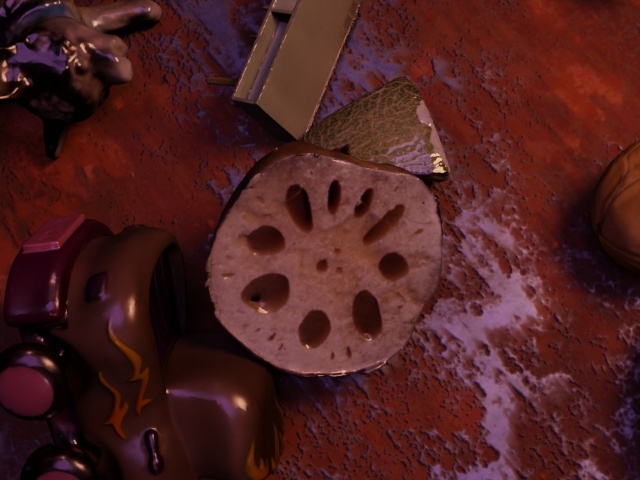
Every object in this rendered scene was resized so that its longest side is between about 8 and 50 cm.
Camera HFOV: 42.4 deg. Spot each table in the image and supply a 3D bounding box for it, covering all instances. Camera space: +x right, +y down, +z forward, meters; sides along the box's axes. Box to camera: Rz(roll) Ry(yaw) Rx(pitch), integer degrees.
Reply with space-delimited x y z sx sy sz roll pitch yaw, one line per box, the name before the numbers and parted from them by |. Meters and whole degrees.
table | -0.048 -0.262 1.045 0.111 0.121 0.240 18 80 30

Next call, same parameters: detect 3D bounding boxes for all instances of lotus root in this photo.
lotus root | 0.000 0.000 0.912 0.272 0.192 0.272 -3 116 -7

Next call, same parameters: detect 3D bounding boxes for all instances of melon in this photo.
melon | 0.080 -0.134 1.009 0.202 0.093 0.140 15 83 20

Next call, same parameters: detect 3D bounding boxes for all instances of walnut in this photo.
walnut | 0.398 -0.045 0.903 0.197 0.165 0.165 -12 76 3

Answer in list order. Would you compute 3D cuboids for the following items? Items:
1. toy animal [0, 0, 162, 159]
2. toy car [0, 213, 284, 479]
toy animal | -0.397 -0.226 1.056 0.344 0.194 0.303 10 74 14
toy car | -0.175 0.135 0.880 0.240 0.271 0.341 -8 112 6
